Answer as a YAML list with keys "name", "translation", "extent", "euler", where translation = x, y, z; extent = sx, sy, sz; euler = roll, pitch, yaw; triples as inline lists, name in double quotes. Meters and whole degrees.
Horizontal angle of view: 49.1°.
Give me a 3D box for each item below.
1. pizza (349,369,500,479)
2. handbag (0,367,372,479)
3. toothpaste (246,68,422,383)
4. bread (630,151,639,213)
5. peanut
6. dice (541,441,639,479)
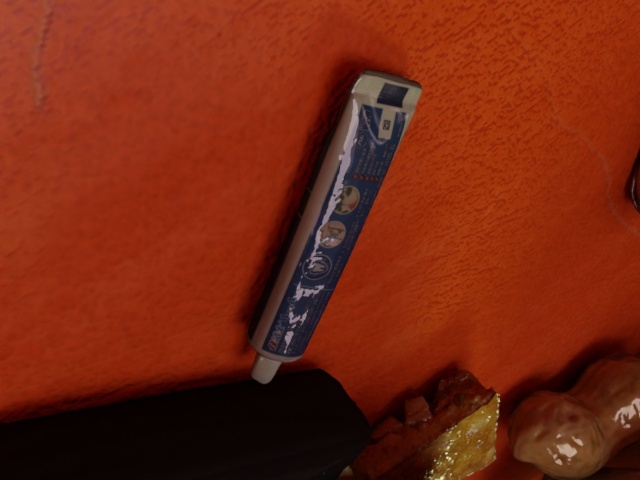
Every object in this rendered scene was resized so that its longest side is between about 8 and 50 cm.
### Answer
- name: "pizza"
  translation: [0.103, 0.166, 0.604]
  extent: [0.175, 0.046, 0.134]
  euler: [21, 111, -47]
- name: "handbag"
  translation: [-0.100, 0.194, 0.436]
  extent: [0.247, 0.080, 0.223]
  euler: [-2, 125, -38]
- name: "toothpaste"
  translation: [0.000, 0.000, 0.389]
  extent: [0.057, 0.035, 0.197]
  euler: [-2, 123, -49]
- name: "bread"
  translation: [0.345, -0.059, 0.539]
  extent: [0.149, 0.143, 0.158]
  euler: [-22, 139, -24]
- name: "peanut"
  translation: [0.283, 0.180, 0.727]
  extent: [0.230, 0.098, 0.103]
  euler: [-20, 93, -27]
- name: "dice"
  translation: [0.426, 0.396, 0.750]
  extent: [0.348, 0.331, 0.327]
  euler: [7, 80, -56]
